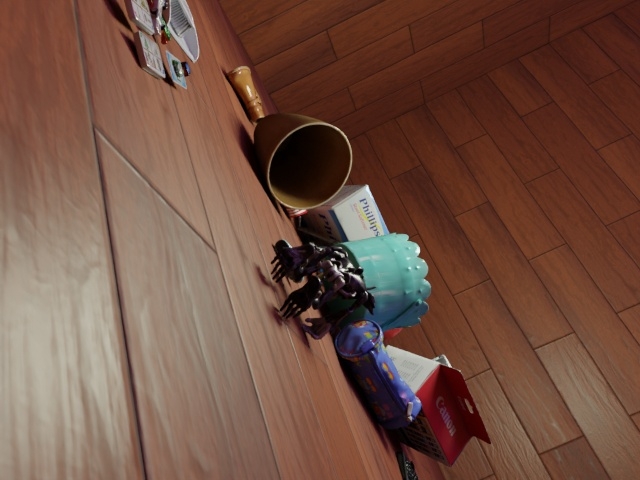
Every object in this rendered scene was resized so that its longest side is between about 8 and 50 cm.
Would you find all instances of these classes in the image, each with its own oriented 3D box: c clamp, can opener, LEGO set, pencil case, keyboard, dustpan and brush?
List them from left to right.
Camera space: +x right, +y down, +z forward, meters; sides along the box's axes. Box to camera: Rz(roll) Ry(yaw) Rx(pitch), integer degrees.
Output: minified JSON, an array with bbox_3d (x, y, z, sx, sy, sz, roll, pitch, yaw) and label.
[{"bbox_3d":[-0.268,-0.328,0.896,0.244,0.060,0.182,-49,126,-84],"label":"LEGO set"},{"bbox_3d":[-0.301,-0.503,1.212,0.147,0.060,0.211,49,16,-74],"label":"dustpan and brush"},{"bbox_3d":[-0.005,0.037,1.606,0.186,0.059,0.073,-25,133,-70],"label":"can opener"},{"bbox_3d":[0.000,0.000,1.706,0.160,0.022,0.137,25,-27,7],"label":"c clamp"},{"bbox_3d":[0.147,0.338,1.412,0.133,0.119,0.306,26,-31,58],"label":"pencil case"},{"bbox_3d":[0.282,0.705,1.567,0.201,0.033,0.317,-101,166,-74],"label":"keyboard"}]

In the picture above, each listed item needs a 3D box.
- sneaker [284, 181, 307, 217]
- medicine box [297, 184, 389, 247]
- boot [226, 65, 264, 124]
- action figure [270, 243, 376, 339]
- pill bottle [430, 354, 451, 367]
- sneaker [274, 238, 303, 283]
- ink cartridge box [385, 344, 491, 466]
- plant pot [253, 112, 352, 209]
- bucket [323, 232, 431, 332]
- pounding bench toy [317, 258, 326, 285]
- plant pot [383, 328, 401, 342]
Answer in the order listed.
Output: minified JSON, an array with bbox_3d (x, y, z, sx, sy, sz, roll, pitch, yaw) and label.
[{"bbox_3d":[-0.094,-0.147,1.692,0.221,0.087,0.128,-91,166,-50],"label":"sneaker"},{"bbox_3d":[0.079,-0.027,1.822,0.263,0.149,0.289,63,-21,-16],"label":"medicine box"},{"bbox_3d":[-0.225,-0.452,1.805,0.197,0.073,0.152,11,58,-81],"label":"boot"},{"bbox_3d":[0.002,0.083,1.055,0.275,0.141,0.164,18,43,-63],"label":"action figure"},{"bbox_3d":[0.323,0.482,1.880,0.130,0.245,0.130,63,3,-6],"label":"pill bottle"},{"bbox_3d":[-0.057,0.044,1.189,0.069,0.038,0.098,39,26,-78],"label":"sneaker"},{"bbox_3d":[0.306,0.480,1.641,0.272,0.130,0.309,8,-47,51],"label":"ink cartridge box"},{"bbox_3d":[-0.081,-0.244,1.536,0.254,0.237,0.237,47,-10,48],"label":"plant pot"},{"bbox_3d":[0.138,0.117,1.522,0.281,0.183,0.281,173,-90,-66],"label":"bucket"},{"bbox_3d":[0.010,0.083,1.685,0.083,0.052,0.065,59,7,-47],"label":"pounding bench toy"},{"bbox_3d":[0.171,0.232,1.941,0.174,0.191,0.191,53,8,-20],"label":"plant pot"}]
